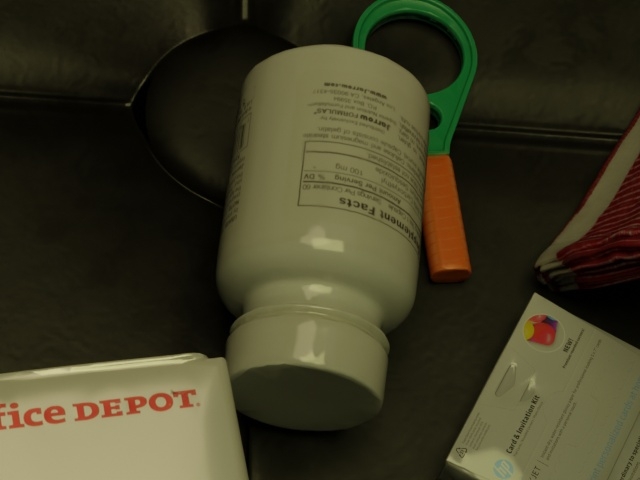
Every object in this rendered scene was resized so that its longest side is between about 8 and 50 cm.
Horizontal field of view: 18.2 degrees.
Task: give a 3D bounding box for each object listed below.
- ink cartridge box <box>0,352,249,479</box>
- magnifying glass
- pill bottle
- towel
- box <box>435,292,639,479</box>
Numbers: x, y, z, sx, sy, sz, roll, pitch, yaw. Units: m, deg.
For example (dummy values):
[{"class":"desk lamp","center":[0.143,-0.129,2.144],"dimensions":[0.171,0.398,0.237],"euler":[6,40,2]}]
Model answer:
[{"class":"ink cartridge box","center":[-0.134,0.219,1.168],"dimensions":[0.198,0.115,0.273],"euler":[-5,63,-13]},{"class":"magnifying glass","center":[0.075,-0.076,1.419],"dimensions":[0.092,0.026,0.231],"euler":[-2,60,-11]},{"class":"pill bottle","center":[0.000,0.000,1.300],"dimensions":[0.131,0.131,0.229],"euler":[9,61,-5]},{"class":"towel","center":[0.291,-0.080,1.295],"dimensions":[0.037,0.329,0.237],"euler":[45,60,-17]},{"class":"box","center":[0.190,0.138,1.310],"dimensions":[0.186,0.038,0.145],"euler":[28,61,5]}]
